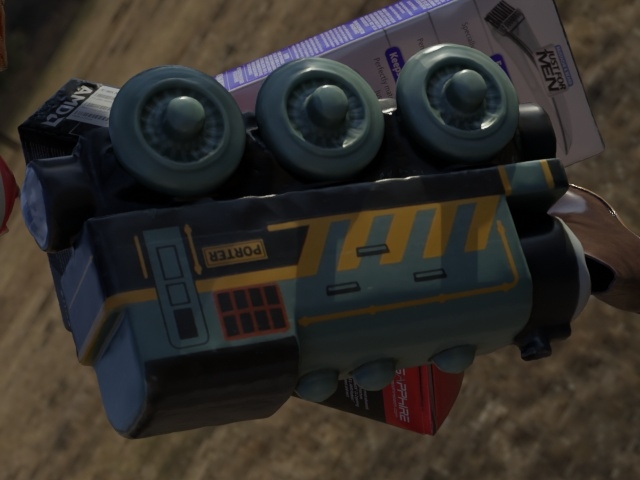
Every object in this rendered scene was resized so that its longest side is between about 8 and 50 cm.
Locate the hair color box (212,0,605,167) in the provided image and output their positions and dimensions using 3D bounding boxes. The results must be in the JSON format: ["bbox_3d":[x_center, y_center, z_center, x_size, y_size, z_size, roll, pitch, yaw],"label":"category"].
[{"bbox_3d":[0.068,-0.113,1.476,0.338,0.185,0.110,-21,17,3],"label":"hair color box"}]

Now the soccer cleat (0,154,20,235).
[{"bbox_3d":[-0.300,0.026,1.253,0.083,0.095,0.248,-5,57,23],"label":"soccer cleat"}]

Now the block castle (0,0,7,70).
[{"bbox_3d":[-0.407,-0.253,1.203,0.453,0.302,0.213,91,176,-77],"label":"block castle"}]

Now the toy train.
[{"bbox_3d":[0.000,0.000,0.927,0.142,0.333,0.190,131,128,-60],"label":"toy train"}]

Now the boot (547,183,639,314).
[{"bbox_3d":[0.245,-0.007,1.629,0.248,0.207,0.090,33,102,33],"label":"boot"}]

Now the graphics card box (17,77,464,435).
[{"bbox_3d":[-0.063,0.011,1.344,0.094,0.370,0.233,-53,-34,-43],"label":"graphics card box"}]
